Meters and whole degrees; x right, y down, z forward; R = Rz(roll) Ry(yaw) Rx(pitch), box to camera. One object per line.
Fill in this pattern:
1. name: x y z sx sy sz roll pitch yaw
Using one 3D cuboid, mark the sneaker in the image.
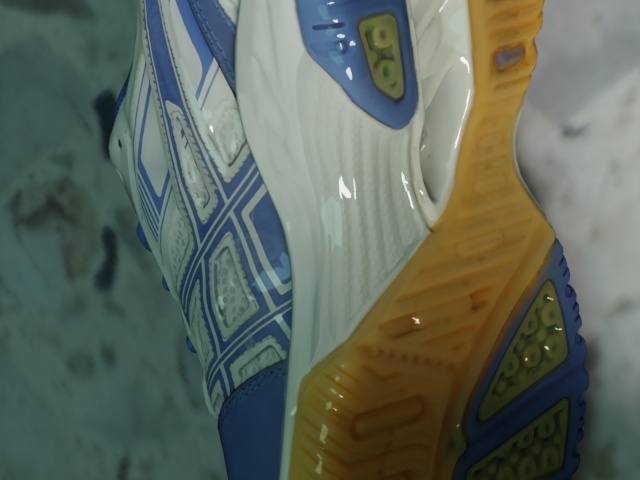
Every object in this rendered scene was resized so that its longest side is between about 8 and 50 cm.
1. sneaker: 0.000 0.000 0.576 0.131 0.112 0.296 10 104 48
